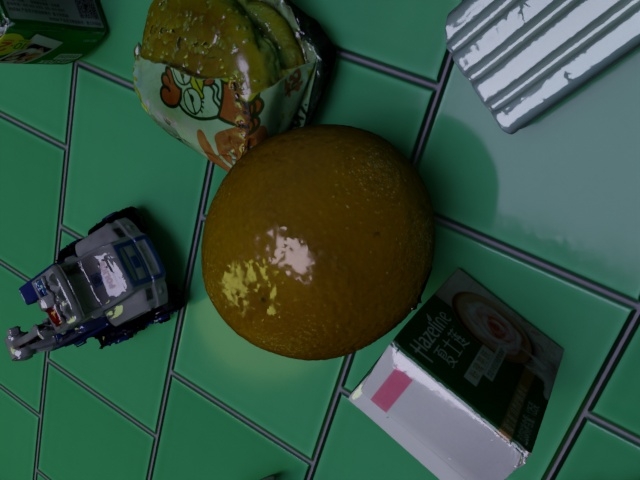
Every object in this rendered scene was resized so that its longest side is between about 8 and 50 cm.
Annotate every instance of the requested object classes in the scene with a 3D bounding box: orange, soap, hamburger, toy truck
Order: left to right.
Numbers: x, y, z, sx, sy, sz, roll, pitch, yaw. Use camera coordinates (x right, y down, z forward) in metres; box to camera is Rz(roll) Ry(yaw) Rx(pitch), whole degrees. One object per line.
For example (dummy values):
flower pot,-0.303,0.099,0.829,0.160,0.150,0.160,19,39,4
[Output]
toy truck,-0.305,0.068,0.819,0.213,0.177,0.161,-29,88,33
hamburger,-0.100,-0.193,0.652,0.214,0.125,0.235,34,129,16
orange,0.000,0.000,0.589,0.236,0.236,0.237,9,108,28
soap,0.208,-0.193,0.513,0.198,0.066,0.119,-37,83,32

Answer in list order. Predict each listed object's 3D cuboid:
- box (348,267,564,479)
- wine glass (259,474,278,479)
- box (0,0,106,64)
box,0.131,0.120,0.568,0.135,0.199,0.081,39,118,12
wine glass,-0.067,0.504,0.867,0.264,0.096,0.310,-35,86,40
box,-0.378,-0.338,0.745,0.102,0.180,0.250,-15,95,28
